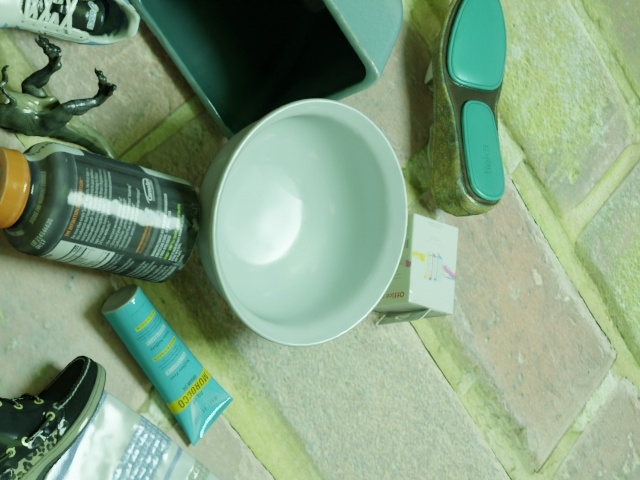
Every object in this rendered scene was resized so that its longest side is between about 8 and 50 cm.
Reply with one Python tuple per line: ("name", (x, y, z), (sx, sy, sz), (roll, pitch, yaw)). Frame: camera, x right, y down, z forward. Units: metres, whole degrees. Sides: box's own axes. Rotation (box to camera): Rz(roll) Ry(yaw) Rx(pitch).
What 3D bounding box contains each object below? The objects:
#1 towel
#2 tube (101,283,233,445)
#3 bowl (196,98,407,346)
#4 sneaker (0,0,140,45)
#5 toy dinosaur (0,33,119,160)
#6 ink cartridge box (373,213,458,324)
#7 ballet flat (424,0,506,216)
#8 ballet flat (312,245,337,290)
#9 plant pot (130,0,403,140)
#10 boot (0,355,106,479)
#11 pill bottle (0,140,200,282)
("towel", (-0.215, 0.321, 1.658), (0.285, 0.034, 0.209), (43, 54, -29))
("tube", (-0.184, 0.145, 1.715), (0.080, 0.052, 0.207), (-46, 118, -25))
("bowl", (-0.046, -0.027, 1.752), (0.298, 0.134, 0.298), (-7, 102, -38))
("sneaker", (-0.303, -0.269, 1.635), (0.237, 0.086, 0.085), (-2, 106, -52))
("toy dinosaur", (-0.305, -0.157, 1.639), (0.268, 0.064, 0.118), (22, 110, -41))
("ink cartridge box", (0.123, 0.047, 1.968), (0.090, 0.092, 0.143), (16, 72, -39))
("ballet flat", (0.201, -0.200, 2.072), (0.123, 0.123, 0.348), (13, 70, -39))
("ballet flat", (0.000, 0.000, 1.889), (0.077, 0.077, 0.231), (41, 51, -63))
("plant pot", (-0.038, -0.315, 1.811), (0.247, 0.248, 0.252), (56, 38, -18))
("boot", (-0.350, 0.173, 1.535), (0.178, 0.085, 0.236), (49, 54, -20))
("pill bottle", (-0.268, -0.036, 1.616), (0.245, 0.130, 0.130), (15, 72, -39))
